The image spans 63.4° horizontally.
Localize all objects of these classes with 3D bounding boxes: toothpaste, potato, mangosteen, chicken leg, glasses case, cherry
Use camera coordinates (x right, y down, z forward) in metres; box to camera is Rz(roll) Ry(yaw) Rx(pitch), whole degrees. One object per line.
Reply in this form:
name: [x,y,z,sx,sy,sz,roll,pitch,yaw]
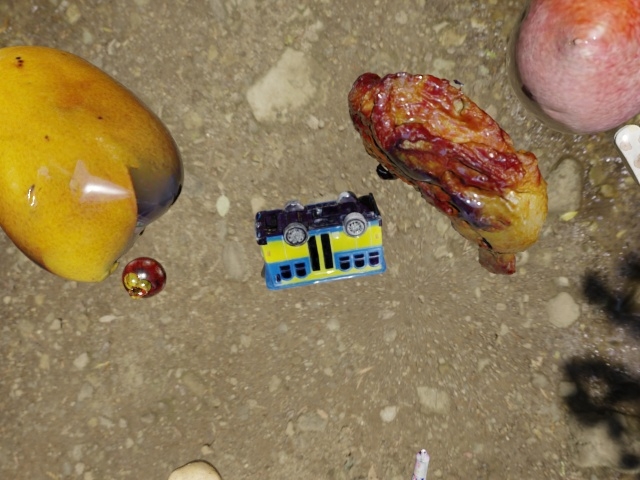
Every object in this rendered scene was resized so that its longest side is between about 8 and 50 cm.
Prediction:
toothpaste: [0.223,0.525,1.167,0.045,0.028,0.170,23,131,30]
potato: [-0.323,0.629,1.348,0.147,0.112,0.112,14,86,-24]
mangosteen: [-0.324,0.071,0.958,0.080,0.081,0.081,-1,84,10]
chicken leg: [0.146,-0.053,0.555,0.322,0.177,0.083,36,74,-17]
glasses case: [0.740,-0.193,1.206,0.063,0.041,0.164,-35,102,9]
cherry: [0.342,-0.258,0.679,0.239,0.239,0.206,-41,45,4]

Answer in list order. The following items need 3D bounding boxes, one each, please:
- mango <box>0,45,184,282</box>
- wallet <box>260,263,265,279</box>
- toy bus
mango: [-0.269,-0.100,0.567,0.287,0.201,0.153,44,133,19]
wallet: [-0.106,0.056,1.547,0.030,0.285,0.146,22,81,-24]
toy bus: [0.000,0.000,1.214,0.287,0.138,0.175,-9,124,0]
